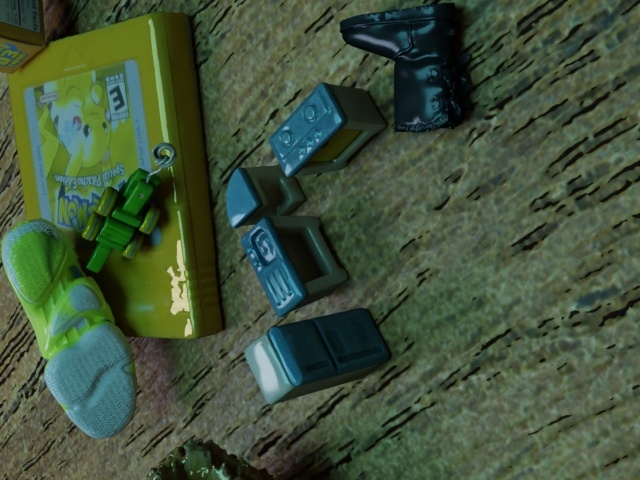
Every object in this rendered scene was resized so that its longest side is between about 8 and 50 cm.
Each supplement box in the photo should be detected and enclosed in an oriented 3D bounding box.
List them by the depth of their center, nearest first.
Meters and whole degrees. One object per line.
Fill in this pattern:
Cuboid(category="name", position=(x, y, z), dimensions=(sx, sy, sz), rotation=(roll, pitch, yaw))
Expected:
Cuboid(category="supplement box", position=(-0.357, -0.305, 1.191), dimensions=(0.078, 0.080, 0.234), rotation=(-23, 65, 41))

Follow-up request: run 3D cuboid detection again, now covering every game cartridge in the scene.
Cuboid(category="game cartridge", position=(-0.229, -0.058, 1.160), dimensions=(0.285, 0.052, 0.324), rotation=(-4, 93, 43))

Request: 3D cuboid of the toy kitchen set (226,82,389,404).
Cuboid(category="toy kitchen set", position=(0.000, 0.000, 0.908), dimensions=(0.166, 0.122, 0.207), rotation=(-42, 69, 38))

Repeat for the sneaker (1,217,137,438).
Cuboid(category="sneaker", position=(-0.262, 0.087, 1.149), dimensions=(0.126, 0.091, 0.240), rotation=(-167, 57, -73))

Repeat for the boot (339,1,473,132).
Cuboid(category="boot", position=(0.067, -0.137, 0.882), dimensions=(0.121, 0.045, 0.099), rotation=(2, 101, 42))

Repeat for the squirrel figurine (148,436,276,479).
Cuboid(category="squirrel figurine", position=(-0.114, 0.373, 1.018), dimensions=(0.370, 0.281, 0.397), rotation=(38, 106, 44))

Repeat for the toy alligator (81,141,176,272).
Cuboid(category="toy alligator", position=(-0.182, -0.041, 1.060), dimensions=(0.190, 0.056, 0.051), rotation=(-52, 23, 36))
